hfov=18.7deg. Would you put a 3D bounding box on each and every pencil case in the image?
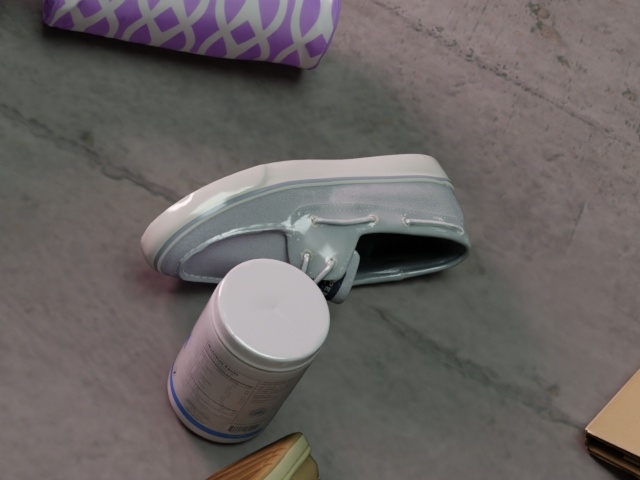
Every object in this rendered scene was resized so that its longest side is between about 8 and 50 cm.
[{"bbox_3d":[-0.084,-0.171,1.291,0.206,0.086,0.088,8,59,-19],"label":"pencil case"}]

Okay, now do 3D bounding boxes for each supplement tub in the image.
[{"bbox_3d":[-0.043,0.066,1.133,0.071,0.107,0.071,12,53,-16],"label":"supplement tub"}]

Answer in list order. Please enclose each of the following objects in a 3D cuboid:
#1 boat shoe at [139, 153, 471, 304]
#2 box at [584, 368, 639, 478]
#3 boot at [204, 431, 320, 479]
[{"bbox_3d":[0.000,0.001,1.215,0.227,0.079,0.081,-10,58,-32],"label":"boat shoe"},{"bbox_3d":[0.293,0.108,1.266,0.164,0.021,0.201,25,46,27],"label":"box"},{"bbox_3d":[-0.012,0.232,1.037,0.203,0.095,0.262,52,21,-9],"label":"boot"}]
